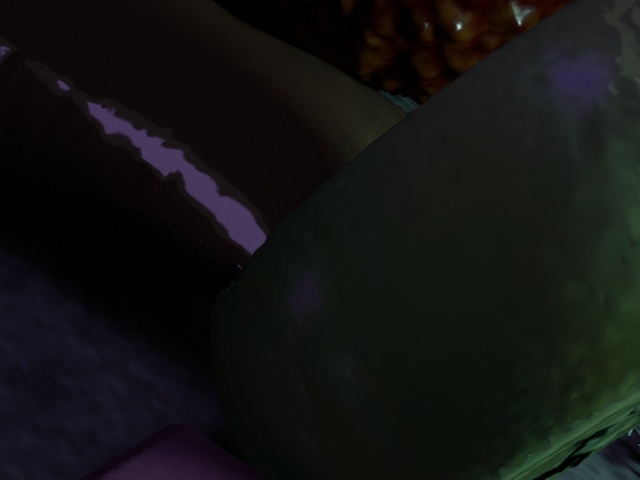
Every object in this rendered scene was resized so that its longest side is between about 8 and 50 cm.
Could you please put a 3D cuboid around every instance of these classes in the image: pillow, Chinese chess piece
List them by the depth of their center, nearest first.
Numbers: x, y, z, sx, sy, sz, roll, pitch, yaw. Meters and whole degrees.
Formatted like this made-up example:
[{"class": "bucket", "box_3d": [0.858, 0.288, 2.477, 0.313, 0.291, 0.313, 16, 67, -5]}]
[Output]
[{"class": "Chinese chess piece", "box_3d": [0.121, 0.015, 0.722, 0.146, 0.349, 0.349, 57, 29, 14]}, {"class": "pillow", "box_3d": [-0.103, -0.082, 0.949, 0.305, 0.108, 0.308, 29, 25, 5]}]

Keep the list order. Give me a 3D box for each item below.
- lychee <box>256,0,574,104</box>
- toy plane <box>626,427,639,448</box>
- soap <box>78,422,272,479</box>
[{"class": "lychee", "box_3d": [0.099, -0.323, 1.330, 0.424, 0.425, 0.500, 42, 15, 26]}, {"class": "toy plane", "box_3d": [0.216, 0.132, 1.018, 0.078, 0.024, 0.084, 36, 29, 13]}, {"class": "soap", "box_3d": [-0.049, 0.168, 0.527, 0.181, 0.081, 0.259, 36, 22, 13]}]
